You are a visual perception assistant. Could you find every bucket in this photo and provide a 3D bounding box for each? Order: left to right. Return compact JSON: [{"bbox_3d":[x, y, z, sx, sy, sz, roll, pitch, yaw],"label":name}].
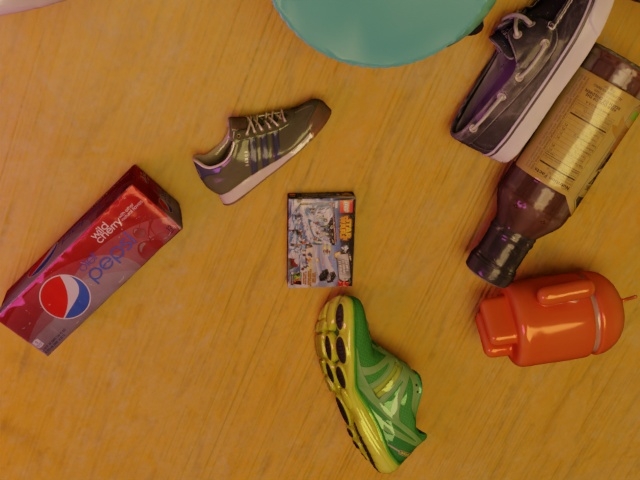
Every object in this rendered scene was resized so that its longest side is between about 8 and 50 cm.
[{"bbox_3d":[0.066,-0.321,0.930,0.281,0.183,0.281,2,120,4],"label":"bucket"}]

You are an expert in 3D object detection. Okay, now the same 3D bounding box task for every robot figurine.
[{"bbox_3d":[0.340,0.113,1.287,0.219,0.128,0.158,-8,111,-4],"label":"robot figurine"}]

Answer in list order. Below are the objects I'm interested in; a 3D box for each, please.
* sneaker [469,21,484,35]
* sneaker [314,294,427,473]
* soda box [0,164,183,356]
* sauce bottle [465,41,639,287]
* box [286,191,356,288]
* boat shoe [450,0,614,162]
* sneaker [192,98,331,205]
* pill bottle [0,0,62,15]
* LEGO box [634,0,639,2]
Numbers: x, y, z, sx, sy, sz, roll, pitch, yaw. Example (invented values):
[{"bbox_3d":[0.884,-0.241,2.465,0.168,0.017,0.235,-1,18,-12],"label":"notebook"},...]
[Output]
[{"bbox_3d":[0.211,-0.406,1.059,0.140,0.125,0.341,24,118,-20],"label":"sneaker"},{"bbox_3d":[0.078,0.200,1.313,0.123,0.109,0.295,-28,114,-21],"label":"sneaker"},{"bbox_3d":[-0.305,0.027,1.180,0.263,0.083,0.092,-42,113,10],"label":"soda box"},{"bbox_3d":[0.314,-0.094,1.206,0.111,0.111,0.344,24,109,-17],"label":"sauce bottle"},{"bbox_3d":[0.000,0.000,1.243,0.094,0.027,0.137,-1,113,-6],"label":"box"},{"bbox_3d":[0.267,-0.247,1.139,0.102,0.108,0.301,21,115,-18],"label":"boat shoe"},{"bbox_3d":[-0.083,-0.133,1.153,0.192,0.064,0.086,-39,117,12],"label":"sneaker"},{"bbox_3d":[-0.375,-0.436,0.896,0.224,0.224,0.392,-11,114,-4],"label":"pill bottle"},{"bbox_3d":[0.424,-0.489,0.907,0.193,0.372,0.500,-20,115,0],"label":"LEGO box"}]
